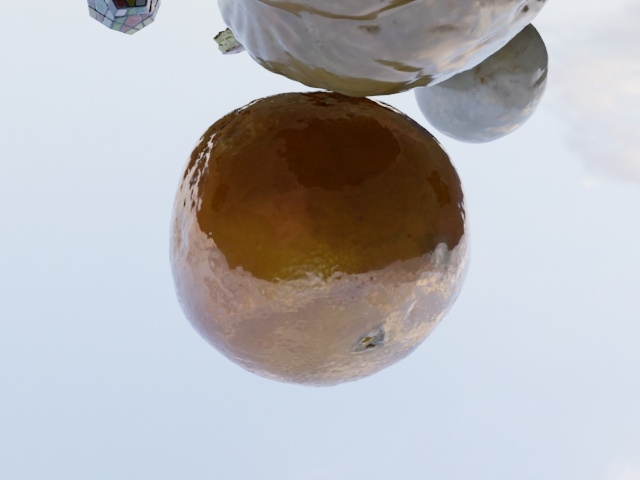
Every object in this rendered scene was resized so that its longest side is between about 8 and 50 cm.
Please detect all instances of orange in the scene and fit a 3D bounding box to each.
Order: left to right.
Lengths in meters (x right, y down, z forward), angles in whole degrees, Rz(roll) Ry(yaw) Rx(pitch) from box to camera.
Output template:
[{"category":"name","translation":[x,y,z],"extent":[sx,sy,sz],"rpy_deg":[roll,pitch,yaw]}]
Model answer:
[{"category":"orange","translation":[0.000,0.000,0.989],"extent":[0.261,0.261,0.261],"rpy_deg":[1,-157,0]}]

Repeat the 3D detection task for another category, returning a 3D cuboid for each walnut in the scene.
[{"category":"walnut","translation":[0.046,-0.255,0.816],"extent":[0.333,0.332,0.333],"rpy_deg":[1,-157,0]}]

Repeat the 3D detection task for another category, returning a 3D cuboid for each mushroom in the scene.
[{"category":"mushroom","translation":[0.222,-0.240,1.715],"extent":[0.206,0.206,0.209],"rpy_deg":[-16,-169,-35]}]

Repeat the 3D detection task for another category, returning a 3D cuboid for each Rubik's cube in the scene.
[{"category":"Rubik's cube","translation":[-0.279,-0.347,1.647],"extent":[0.111,0.111,0.093],"rpy_deg":[-6,-178,-17]}]

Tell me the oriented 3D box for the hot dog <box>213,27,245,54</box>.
[{"category":"hot dog","translation":[-0.031,-0.338,1.624],"extent":[0.262,0.093,0.123],"rpy_deg":[-21,-174,-13]}]
